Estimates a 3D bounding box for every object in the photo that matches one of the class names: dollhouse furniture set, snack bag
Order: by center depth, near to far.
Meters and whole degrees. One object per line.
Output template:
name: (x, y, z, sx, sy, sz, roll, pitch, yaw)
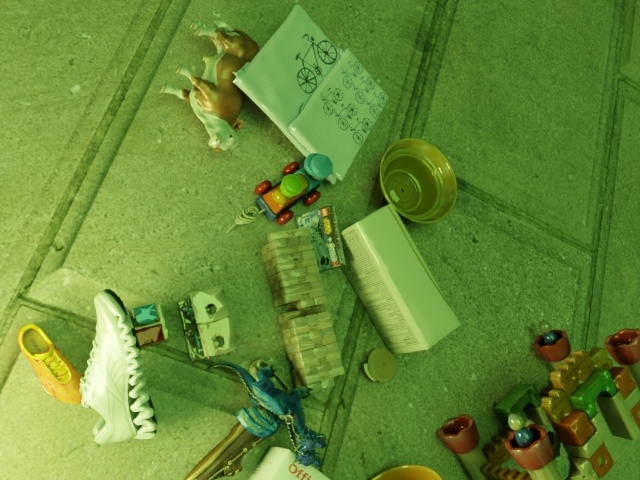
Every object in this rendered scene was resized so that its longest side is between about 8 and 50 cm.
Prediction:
dollhouse furniture set: (-0.275, 0.177, 1.153, 0.183, 0.129, 0.129, -12, 81, -27)
snack bag: (-0.005, -0.356, 1.420, 0.342, 0.037, 0.323, 44, 57, -21)

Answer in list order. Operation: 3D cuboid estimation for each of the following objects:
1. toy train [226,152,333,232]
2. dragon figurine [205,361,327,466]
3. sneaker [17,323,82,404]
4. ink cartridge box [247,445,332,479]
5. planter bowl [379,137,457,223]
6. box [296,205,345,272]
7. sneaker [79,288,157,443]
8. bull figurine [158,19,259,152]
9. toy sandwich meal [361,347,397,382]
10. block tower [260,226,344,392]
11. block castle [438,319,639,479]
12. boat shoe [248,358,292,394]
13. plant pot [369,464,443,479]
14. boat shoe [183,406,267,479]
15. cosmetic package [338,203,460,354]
toy train: (-0.086, -0.096, 1.305, 0.248, 0.143, 0.105, -38, 92, -28)
dragon figurine: (-0.102, 0.313, 1.150, 0.289, 0.144, 0.085, 31, 107, 5)
sneaker: (-0.484, 0.226, 1.082, 0.064, 0.067, 0.175, -43, 97, -29)
ink cartridge box: (-0.075, 0.564, 1.141, 0.201, 0.117, 0.278, 39, 63, -10)
planter bowl: (0.221, -0.134, 1.482, 0.217, 0.090, 0.217, 7, 73, -22)
box: (0.000, 0.000, 1.346, 0.027, 0.094, 0.137, 4, 72, -54)
sneaker: (-0.370, 0.231, 1.067, 0.118, 0.110, 0.292, -11, 104, -18)
bull figurine: (-0.231, -0.344, 1.325, 0.188, 0.101, 0.310, 31, 60, -32)
toy sandwich meal: (0.134, 0.284, 1.364, 0.085, 0.029, 0.086, 9, 68, -25)
block tower: (-0.041, 0.147, 1.288, 0.091, 0.097, 0.336, -9, 82, -26)
block castle: (0.517, 0.359, 1.363, 0.453, 0.303, 0.213, -31, 96, -27)
boat shoe: (-0.090, 0.309, 1.244, 0.056, 0.048, 0.153, -32, 90, -28)
plant pot: (0.186, 0.597, 1.219, 0.205, 0.205, 0.188, -31, 106, -28)
boat shoe: (-0.172, 0.416, 1.164, 0.207, 0.073, 0.073, -40, 91, -27)
cosmetic package: (0.159, 0.091, 1.355, 0.113, 0.160, 0.309, -30, 90, -28)
